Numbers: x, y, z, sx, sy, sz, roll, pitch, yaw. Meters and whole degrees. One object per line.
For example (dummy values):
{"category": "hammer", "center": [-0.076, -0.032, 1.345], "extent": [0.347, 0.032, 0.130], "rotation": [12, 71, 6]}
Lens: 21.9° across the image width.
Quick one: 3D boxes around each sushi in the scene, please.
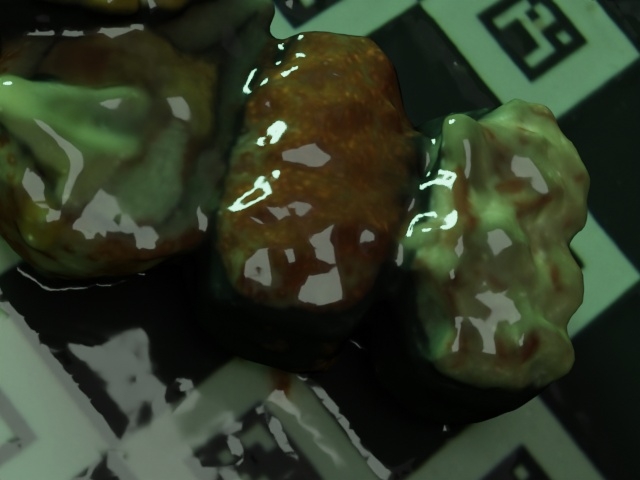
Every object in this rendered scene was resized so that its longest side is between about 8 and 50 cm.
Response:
{"category": "sushi", "center": [0.000, 0.000, 0.396], "extent": [0.290, 0.050, 0.264], "rotation": [29, 62, -8]}
